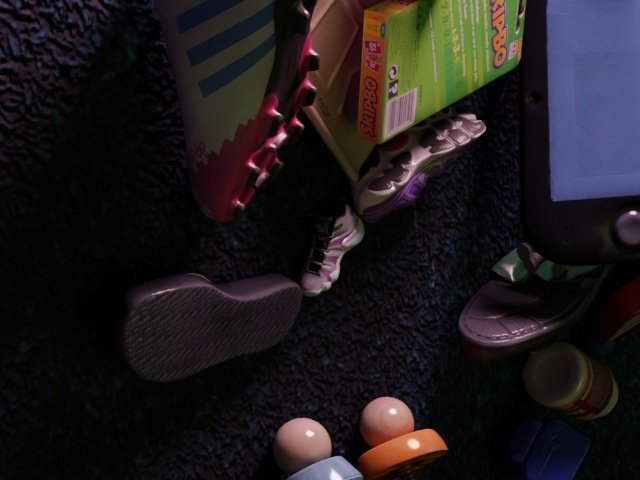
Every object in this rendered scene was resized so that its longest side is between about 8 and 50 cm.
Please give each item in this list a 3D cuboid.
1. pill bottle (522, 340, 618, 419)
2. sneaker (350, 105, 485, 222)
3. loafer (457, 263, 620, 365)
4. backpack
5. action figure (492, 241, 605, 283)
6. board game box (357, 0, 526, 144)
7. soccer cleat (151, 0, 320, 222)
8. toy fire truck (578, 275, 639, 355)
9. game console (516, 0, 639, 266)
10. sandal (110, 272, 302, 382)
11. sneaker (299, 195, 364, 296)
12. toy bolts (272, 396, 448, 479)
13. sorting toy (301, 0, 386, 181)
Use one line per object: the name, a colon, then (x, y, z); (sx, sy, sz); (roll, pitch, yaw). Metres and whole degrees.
pill bottle: (0.329, 0.186, 1.781); (0.152, 0.086, 0.086); (27, 88, -53)
sneaker: (0.093, -0.079, 1.382); (0.170, 0.068, 0.071); (-35, 149, -23)
loafer: (0.270, 0.082, 1.641); (0.302, 0.109, 0.095); (-33, 136, -40)
backpack: (0.285, 0.272, 1.768); (0.098, 0.101, 0.120); (-55, 174, -8)
action figure: (0.319, -0.017, 1.649); (0.232, 0.137, 0.063); (-34, 124, -47)
board game box: (0.123, -0.191, 1.311); (0.259, 0.039, 0.124); (-29, 132, -44)
soccer cleat: (-0.074, -0.158, 1.093); (0.116, 0.143, 0.331); (-52, 167, -43)
toy fire truck: (0.451, 0.056, 1.778); (0.254, 0.169, 0.302); (-29, 168, -6)
game console: (0.377, -0.163, 1.454); (0.060, 0.342, 0.386); (-82, 169, -70)
sandal: (-0.108, 0.069, 1.221); (0.254, 0.054, 0.097); (3, 114, -61)
sneaker: (0.000, 0.000, 1.320); (0.098, 0.038, 0.069); (-59, 142, -25)
toy bolts: (0.015, 0.267, 1.447); (0.218, 0.158, 0.228); (-31, 162, 21)
sorting toy: (0.039, -0.187, 1.267); (0.208, 0.038, 0.193); (-59, 143, -17)
